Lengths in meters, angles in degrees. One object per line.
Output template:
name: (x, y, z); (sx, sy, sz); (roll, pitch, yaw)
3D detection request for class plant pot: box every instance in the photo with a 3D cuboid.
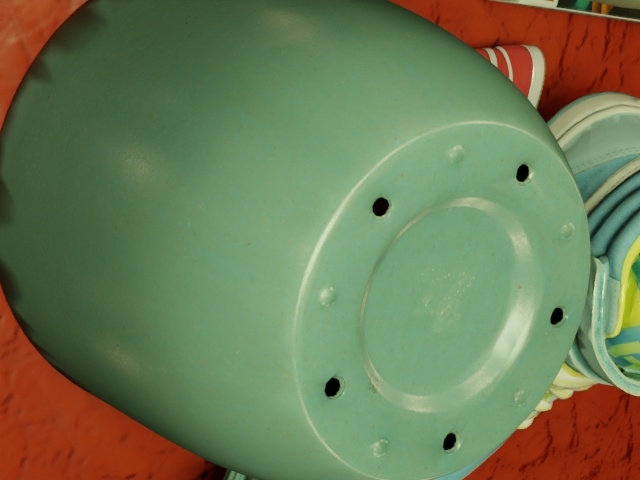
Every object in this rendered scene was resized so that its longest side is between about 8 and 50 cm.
plant pot: (0.000, 0.000, 0.687); (0.293, 0.235, 0.293); (-11, 111, -31)

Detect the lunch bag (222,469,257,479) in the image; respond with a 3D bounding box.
lunch bag: (0.012, 0.261, 0.802); (0.279, 0.108, 0.224); (63, 30, -31)

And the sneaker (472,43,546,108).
sneaker: (0.112, -0.075, 0.860); (0.067, 0.042, 0.118); (-2, 105, -34)

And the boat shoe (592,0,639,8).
boat shoe: (0.088, -0.217, 0.723); (0.324, 0.116, 0.097); (16, 90, -18)

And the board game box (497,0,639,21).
board game box: (0.216, -0.302, 0.846); (0.193, 0.053, 0.305); (0, 106, -34)

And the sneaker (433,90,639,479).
sneaker: (0.142, 0.069, 0.794); (0.127, 0.208, 0.319); (25, 106, -22)
